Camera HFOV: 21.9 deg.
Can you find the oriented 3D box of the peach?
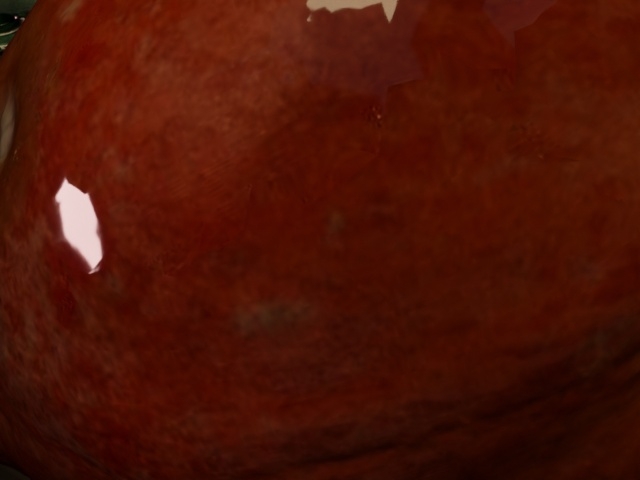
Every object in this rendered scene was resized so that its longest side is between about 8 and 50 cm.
[{"bbox_3d":[0.000,0.000,0.458,0.257,0.232,0.232,-21,45,0],"label":"peach"}]

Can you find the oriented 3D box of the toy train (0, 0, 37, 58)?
[{"bbox_3d":[-0.200,-0.131,0.771,0.178,0.071,0.104,-4,36,1],"label":"toy train"}]
